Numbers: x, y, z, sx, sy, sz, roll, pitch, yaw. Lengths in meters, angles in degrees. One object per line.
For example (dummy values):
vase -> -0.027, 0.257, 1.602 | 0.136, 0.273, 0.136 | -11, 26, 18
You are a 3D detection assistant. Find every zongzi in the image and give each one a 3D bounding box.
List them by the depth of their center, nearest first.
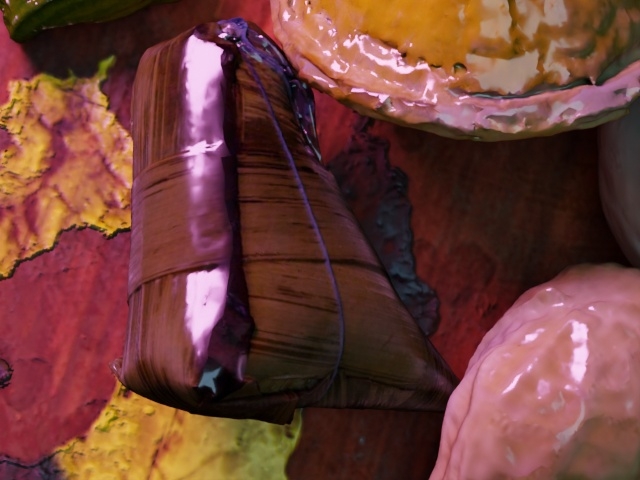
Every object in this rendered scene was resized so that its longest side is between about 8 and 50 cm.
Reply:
zongzi -> 0.000, 0.000, 0.964 | 0.300, 0.138, 0.286 | 11, 70, -32

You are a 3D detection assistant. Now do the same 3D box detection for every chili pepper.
chili pepper -> -0.138, -0.202, 0.960 | 0.204, 0.073, 0.072 | -18, 77, -12

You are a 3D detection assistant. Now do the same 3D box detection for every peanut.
peanut -> 0.157, 0.175, 0.940 | 0.158, 0.174, 0.340 | 21, 97, 13

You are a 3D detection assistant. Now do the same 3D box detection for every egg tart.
egg tart -> 0.112, -0.195, 0.904 | 0.315, 0.120, 0.315 | -3, 45, 3

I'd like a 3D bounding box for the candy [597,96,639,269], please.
candy -> 0.341, -0.061, 0.979 | 0.295, 0.185, 0.295 | 0, 89, -5
